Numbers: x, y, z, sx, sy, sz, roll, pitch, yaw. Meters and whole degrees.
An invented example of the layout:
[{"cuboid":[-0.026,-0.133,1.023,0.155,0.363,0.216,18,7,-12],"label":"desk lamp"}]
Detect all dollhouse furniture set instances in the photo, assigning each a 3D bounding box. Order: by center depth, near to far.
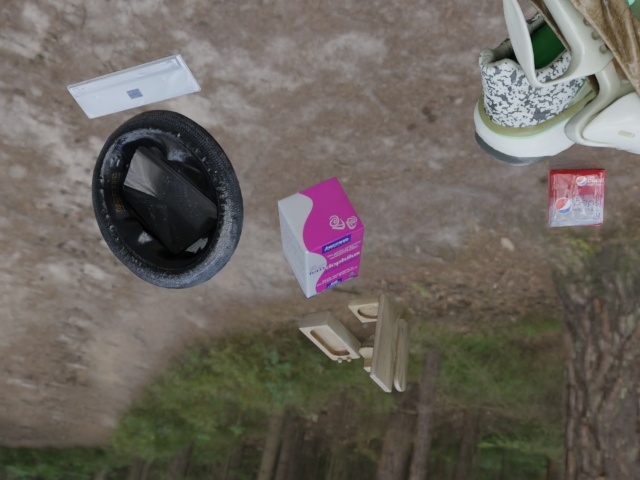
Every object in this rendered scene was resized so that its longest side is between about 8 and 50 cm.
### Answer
[{"cuboid":[0.048,0.174,1.063,0.151,0.123,0.144,-10,142,27],"label":"dollhouse furniture set"}]

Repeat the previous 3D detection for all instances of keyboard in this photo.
[{"cuboid":[-0.323,-0.260,1.243,0.256,0.014,0.072,-7,138,28],"label":"keyboard"}]

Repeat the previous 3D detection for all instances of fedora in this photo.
[{"cuboid":[-0.261,-0.078,1.361,0.334,0.333,0.152,3,-174,21],"label":"fedora"}]

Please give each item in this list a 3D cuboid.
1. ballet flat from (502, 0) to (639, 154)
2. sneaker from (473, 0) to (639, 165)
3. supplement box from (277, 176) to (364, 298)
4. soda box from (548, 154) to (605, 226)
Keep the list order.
[{"cuboid":[0.264,-0.172,0.696,0.342,0.124,0.116,50,-179,-12],"label":"ballet flat"},{"cuboid":[0.344,-0.273,0.869,0.158,0.410,0.182,44,176,36],"label":"sneaker"},{"cuboid":[0.000,0.000,1.282,0.111,0.114,0.220,-24,157,-10],"label":"supplement box"},{"cuboid":[0.428,-0.090,1.227,0.084,0.092,0.263,1,-168,17],"label":"soda box"}]
